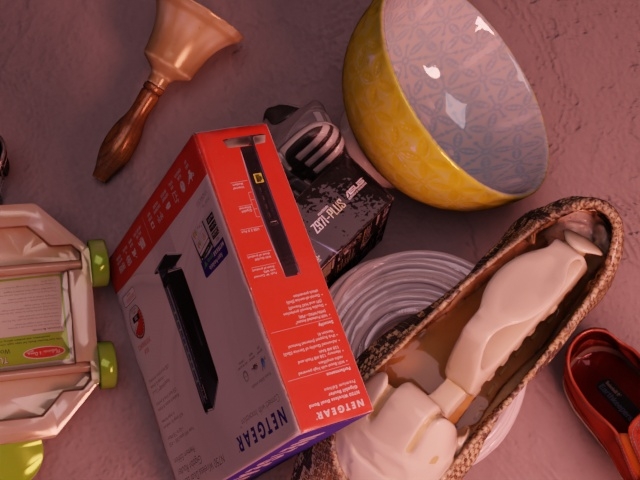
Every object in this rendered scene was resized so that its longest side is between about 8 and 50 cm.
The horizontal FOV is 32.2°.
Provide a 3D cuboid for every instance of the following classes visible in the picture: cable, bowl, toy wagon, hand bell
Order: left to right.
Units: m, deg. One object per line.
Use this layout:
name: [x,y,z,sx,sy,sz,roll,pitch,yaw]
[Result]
toy wagon: [-0.366,0.134,1.247,0.267,0.068,0.344,-4,87,-17]
hand bell: [-0.208,-0.177,1.361,0.126,0.126,0.242,30,90,8]
cable: [0.107,0.142,1.264,0.257,0.089,0.257,-28,76,-8]
bowl: [0.117,-0.144,1.290,0.156,0.289,0.289,-32,72,37]

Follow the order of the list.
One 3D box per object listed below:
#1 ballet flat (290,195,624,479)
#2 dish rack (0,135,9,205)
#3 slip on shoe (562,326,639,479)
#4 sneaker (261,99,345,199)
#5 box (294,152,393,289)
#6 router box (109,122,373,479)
ballet flat: [0.137,0.127,1.127,0.164,0.182,0.483,42,78,11]
dish rack: [-0.493,-0.009,1.317,0.208,0.074,0.272,11,76,4]
slip on shoe: [0.362,0.212,1.159,0.123,0.101,0.331,-34,46,-3]
sneaker: [-0.071,-0.085,1.339,0.228,0.086,0.132,-36,36,16]
box: [0.000,0.000,1.254,0.077,0.180,0.147,44,80,9]
router box: [-0.101,0.089,1.153,0.082,0.335,0.301,-12,72,-30]
